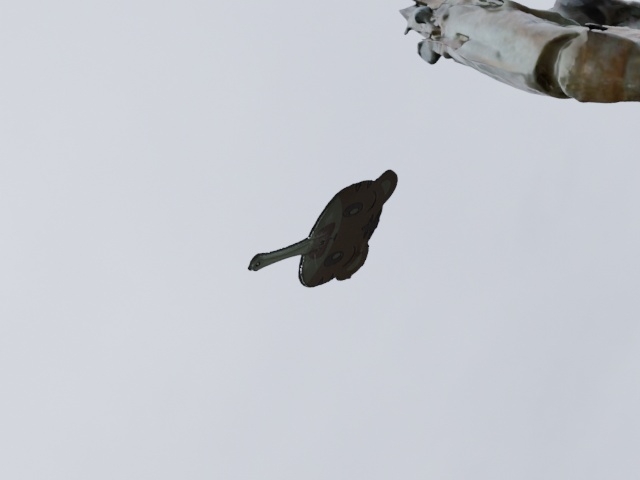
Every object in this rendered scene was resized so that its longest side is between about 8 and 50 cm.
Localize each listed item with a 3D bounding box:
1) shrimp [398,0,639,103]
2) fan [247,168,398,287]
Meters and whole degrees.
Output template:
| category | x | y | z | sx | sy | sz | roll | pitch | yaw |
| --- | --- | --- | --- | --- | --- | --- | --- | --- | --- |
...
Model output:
| category | x | y | z | sx | sy | sz | roll | pitch | yaw |
| --- | --- | --- | --- | --- | --- | --- | --- | --- | --- |
| shrimp | 0.228 | -0.185 | 1.504 | 0.247 | 0.360 | 0.085 | -25 | -58 | -49 |
| fan | 0.000 | 0.000 | 1.839 | 0.226 | 0.008 | 0.152 | -18 | -43 | -48 |
